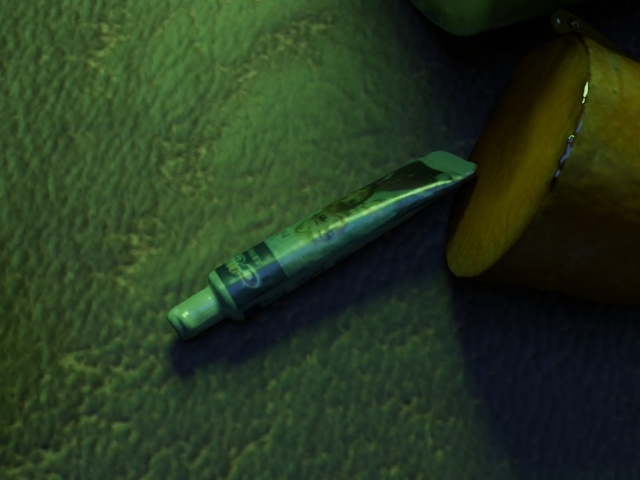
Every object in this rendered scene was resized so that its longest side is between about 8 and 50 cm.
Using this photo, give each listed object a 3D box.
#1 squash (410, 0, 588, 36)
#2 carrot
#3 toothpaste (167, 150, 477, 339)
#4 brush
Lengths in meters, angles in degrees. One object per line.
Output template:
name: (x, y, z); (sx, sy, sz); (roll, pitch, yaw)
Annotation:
squash: (0.224, -0.309, 0.608); (0.384, 0.263, 0.263); (-22, 73, -9)
carrot: (0.211, -0.023, 0.583); (0.225, 0.159, 0.159); (16, 71, -9)
toothpaste: (0.000, 0.000, 0.610); (0.216, 0.062, 0.037); (-30, 116, -8)
brush: (0.208, -0.104, 0.617); (0.170, 0.014, 0.043); (25, 66, -27)
